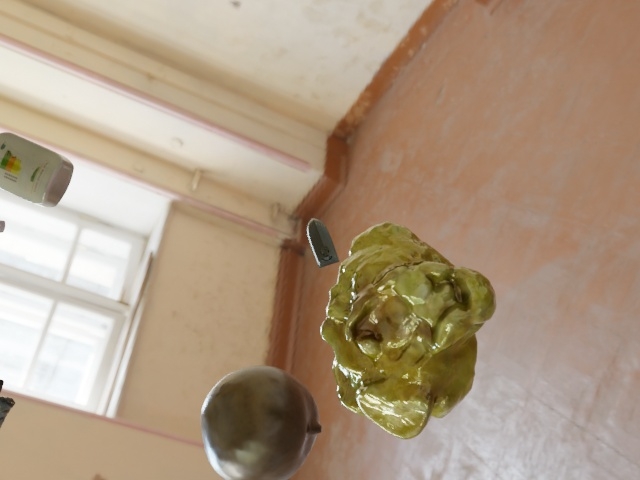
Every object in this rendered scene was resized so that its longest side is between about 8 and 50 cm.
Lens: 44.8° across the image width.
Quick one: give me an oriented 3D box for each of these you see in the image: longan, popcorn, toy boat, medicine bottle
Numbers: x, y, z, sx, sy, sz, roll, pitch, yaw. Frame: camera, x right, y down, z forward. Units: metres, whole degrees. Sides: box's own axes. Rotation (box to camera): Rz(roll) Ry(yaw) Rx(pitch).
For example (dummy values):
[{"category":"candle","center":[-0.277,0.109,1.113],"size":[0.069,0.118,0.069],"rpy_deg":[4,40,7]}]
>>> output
[{"category":"longan","center":[-0.140,0.437,1.831],"size":[0.297,0.297,0.297],"rpy_deg":[-55,23,37]},{"category":"popcorn","center":[0.158,0.160,1.372],"size":[0.293,0.292,0.334],"rpy_deg":[-45,-37,-52]},{"category":"toy boat","center":[0.000,0.000,1.913],"size":[0.060,0.055,0.141],"rpy_deg":[80,171,-60]},{"category":"medicine bottle","center":[-0.864,-0.215,2.214],"size":[0.161,0.296,0.111],"rpy_deg":[-65,-13,-3]}]

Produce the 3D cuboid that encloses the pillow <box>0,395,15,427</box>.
[{"category":"pillow","center":[-0.844,0.441,1.807],"size":[0.255,0.189,0.034],"rpy_deg":[-51,46,25]}]

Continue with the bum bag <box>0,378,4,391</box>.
[{"category":"bum bag","center":[-0.571,0.269,1.315],"size":[0.034,0.058,0.124],"rpy_deg":[-94,26,-54]}]

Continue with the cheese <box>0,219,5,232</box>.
[{"category":"cheese","center":[-1.044,-0.035,2.251],"size":[0.135,0.245,0.052],"rpy_deg":[-59,45,45]}]
